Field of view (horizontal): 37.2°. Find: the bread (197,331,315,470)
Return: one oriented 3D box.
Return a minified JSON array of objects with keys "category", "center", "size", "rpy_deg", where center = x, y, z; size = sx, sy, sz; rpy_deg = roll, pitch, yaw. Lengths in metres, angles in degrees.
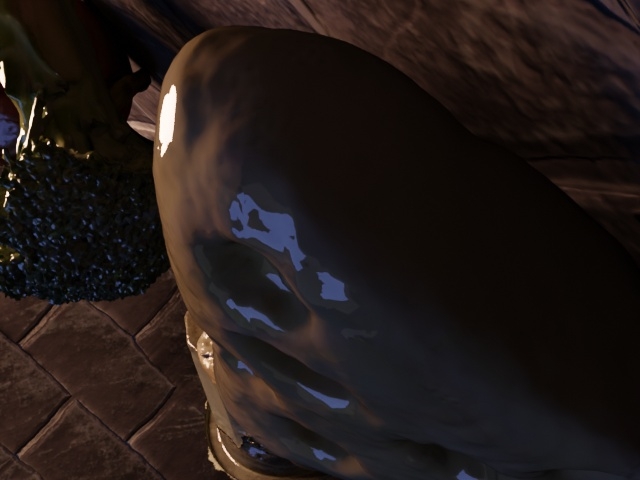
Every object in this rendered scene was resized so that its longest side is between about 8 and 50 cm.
[{"category":"bread","center":[-0.013,0.133,1.076],"size":[0.246,0.195,0.176],"rpy_deg":[47,174,-17]}]

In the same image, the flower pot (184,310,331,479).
[{"category":"flower pot","center":[-0.071,0.178,1.348],"size":[0.290,0.290,0.259],"rpy_deg":[35,157,39]}]

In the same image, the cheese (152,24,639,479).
[{"category":"cheese","center":[-0.001,0.025,0.516],"size":[0.351,0.130,0.328],"rpy_deg":[2,147,47]}]

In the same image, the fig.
[{"category":"fig","center":[-0.275,-0.160,0.979],"size":[0.205,0.205,0.205],"rpy_deg":[42,170,9]}]

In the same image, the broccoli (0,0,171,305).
[{"category":"broccoli","center":[-0.235,-0.116,0.795],"size":[0.361,0.252,0.221],"rpy_deg":[51,135,-8]}]
